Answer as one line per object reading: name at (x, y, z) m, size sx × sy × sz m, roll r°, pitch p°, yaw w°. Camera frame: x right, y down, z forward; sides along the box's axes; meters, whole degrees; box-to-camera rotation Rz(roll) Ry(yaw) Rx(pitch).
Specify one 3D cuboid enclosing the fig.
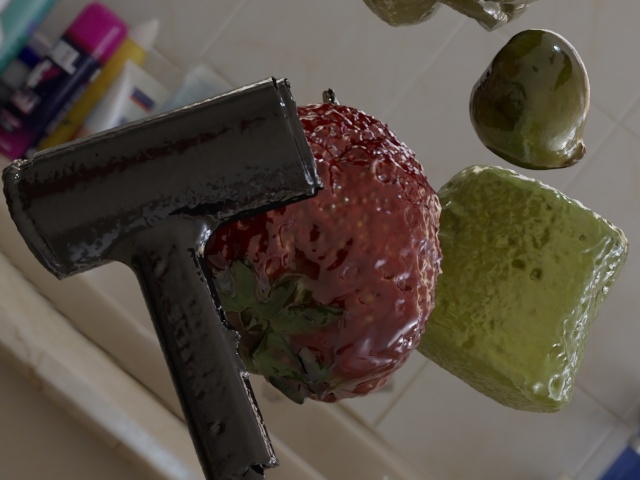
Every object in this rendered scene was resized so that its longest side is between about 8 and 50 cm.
fig at (0.219, -0.145, 1.122) m, size 0.121 × 0.136 × 0.153 m, roll 33°, pitch -12°, yaw 40°

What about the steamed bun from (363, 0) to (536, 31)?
steamed bun at (0.125, -0.357, 1.144) m, size 0.325 × 0.230 × 0.372 m, roll 8°, pitch -11°, yaw -7°

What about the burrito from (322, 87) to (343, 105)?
burrito at (0.039, -0.190, 1.840) m, size 0.051 × 0.042 × 0.171 m, roll 37°, pitch 23°, yaw -47°

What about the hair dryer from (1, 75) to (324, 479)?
hair dryer at (-0.078, 0.034, 0.689) m, size 0.089 × 0.197 × 0.251 m, roll 59°, pitch 13°, yaw -75°

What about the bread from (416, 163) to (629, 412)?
bread at (0.267, 0.063, 1.571) m, size 0.348 × 0.307 × 0.348 m, roll 32°, pitch 2°, yaw -1°

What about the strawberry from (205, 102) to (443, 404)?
strawberry at (0.000, 0.000, 0.949) m, size 0.257 × 0.277 × 0.257 m, roll 30°, pitch -35°, yaw 23°
